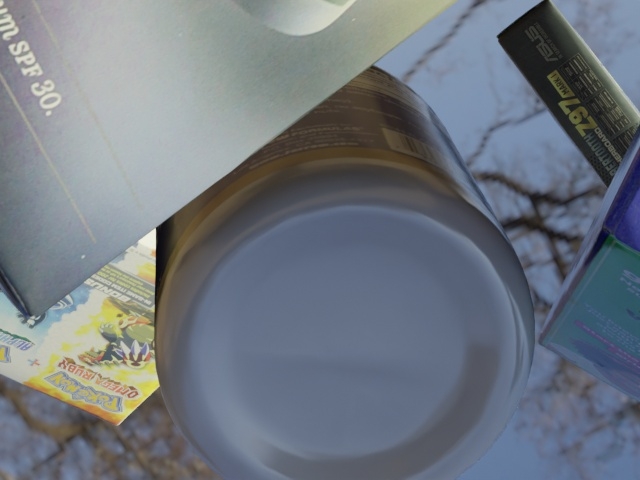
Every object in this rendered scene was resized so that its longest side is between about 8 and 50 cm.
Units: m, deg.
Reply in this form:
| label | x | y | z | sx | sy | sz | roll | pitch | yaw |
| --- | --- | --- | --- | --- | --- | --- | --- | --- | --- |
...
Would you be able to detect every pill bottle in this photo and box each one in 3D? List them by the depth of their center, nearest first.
| label | x | y | z | sx | sy | sz | roll | pitch | yaw |
| --- | --- | --- | --- | --- | --- | --- | --- | --- | --- |
| pill bottle | 0.000 | 0.000 | 0.763 | 0.153 | 0.153 | 0.265 | -27 | -160 | 5 |

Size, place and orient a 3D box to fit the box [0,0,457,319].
| label | x | y | z | sx | sy | sz | roll | pitch | yaw |
| --- | --- | --- | --- | --- | --- | --- | --- | --- | --- |
| box | -0.060 | -0.193 | 0.472 | 0.294 | 0.296 | 0.183 | -38 | -132 | -13 |

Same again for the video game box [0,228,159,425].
| label | x | y | z | sx | sy | sz | roll | pitch | yaw |
| --- | --- | --- | --- | --- | --- | --- | --- | --- | --- |
| video game box | -0.180 | 0.034 | 1.173 | 0.187 | 0.205 | 0.048 | -42 | -149 | 39 |

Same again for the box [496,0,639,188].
| label | x | y | z | sx | sy | sz | roll | pitch | yaw |
| --- | --- | --- | --- | --- | --- | --- | --- | --- | --- |
| box | 0.250 | -0.072 | 1.360 | 0.059 | 0.233 | 0.183 | -37 | 157 | 10 |

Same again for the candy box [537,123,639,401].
| label | x | y | z | sx | sy | sz | roll | pitch | yaw |
| --- | --- | --- | --- | --- | --- | --- | --- | --- | --- |
| candy box | 0.209 | -0.062 | 0.701 | 0.268 | 0.122 | 0.317 | -61 | 170 | -7 |
